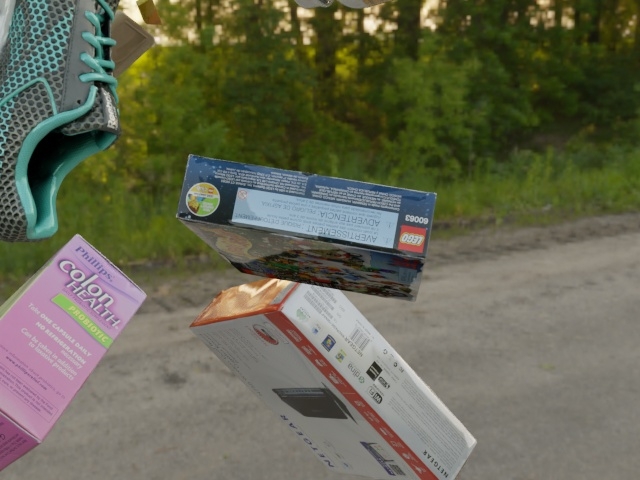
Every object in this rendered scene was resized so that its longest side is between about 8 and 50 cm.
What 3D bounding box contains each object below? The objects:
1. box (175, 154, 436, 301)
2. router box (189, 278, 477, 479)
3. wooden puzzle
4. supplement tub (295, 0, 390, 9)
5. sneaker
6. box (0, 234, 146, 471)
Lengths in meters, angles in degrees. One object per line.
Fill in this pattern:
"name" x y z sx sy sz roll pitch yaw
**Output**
"box" 0.000 0.000 0.629 0.159 0.044 0.233 9 -10 7
"router box" 0.007 0.198 1.178 0.082 0.335 0.301 -50 16 -27
"wooden puzzle" -0.204 -0.194 0.833 0.116 0.014 0.078 -38 -17 0
"supplement tub" 0.067 -0.272 0.683 0.199 0.145 0.144 -10 10 19
"sneaker" -0.111 -0.071 0.366 0.076 0.167 0.065 26 -3 16
"box" -0.354 0.147 0.989 0.213 0.117 0.243 -35 18 37
